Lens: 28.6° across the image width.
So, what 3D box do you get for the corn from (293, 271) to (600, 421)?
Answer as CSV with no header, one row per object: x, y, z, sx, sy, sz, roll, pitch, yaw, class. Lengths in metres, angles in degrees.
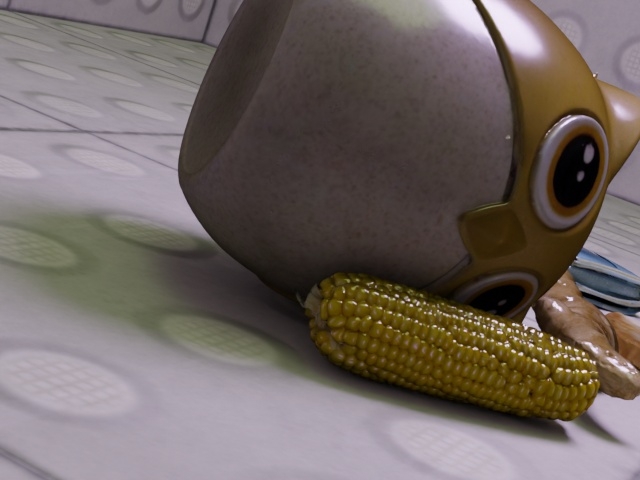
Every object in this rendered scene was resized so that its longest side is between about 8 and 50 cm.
0.120,0.105,1.202,0.310,0.101,0.101,19,11,-9,corn

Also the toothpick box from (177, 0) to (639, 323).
0.098,-0.098,1.350,0.425,0.409,0.409,24,9,-19,toothpick box

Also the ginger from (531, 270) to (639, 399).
0.294,0.110,1.415,0.148,0.081,0.333,62,7,-9,ginger

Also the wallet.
0.389,0.033,1.996,0.176,0.075,0.250,16,10,-26,wallet

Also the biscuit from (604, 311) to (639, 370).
0.491,0.172,1.590,0.309,0.040,0.204,22,12,20,biscuit
